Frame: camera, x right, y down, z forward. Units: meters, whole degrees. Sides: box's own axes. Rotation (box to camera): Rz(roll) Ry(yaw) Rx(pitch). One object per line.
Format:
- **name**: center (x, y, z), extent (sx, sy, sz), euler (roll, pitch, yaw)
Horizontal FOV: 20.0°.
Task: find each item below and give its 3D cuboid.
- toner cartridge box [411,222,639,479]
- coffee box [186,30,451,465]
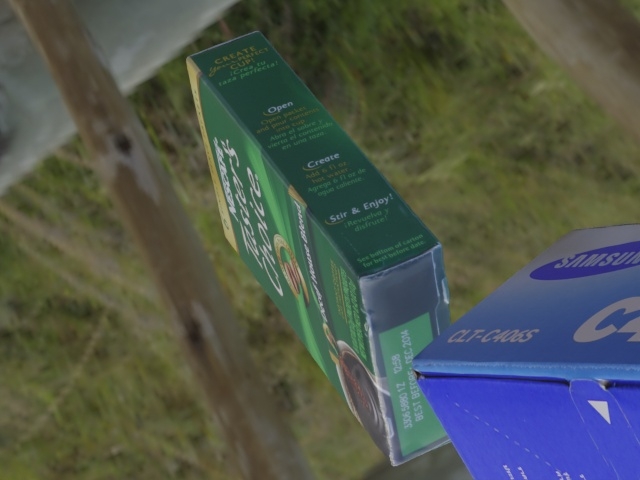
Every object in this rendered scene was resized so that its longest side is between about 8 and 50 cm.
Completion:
- **toner cartridge box**: center (0.173, 0.155, 0.485), extent (0.075, 0.165, 0.348), euler (-37, 105, -26)
- **coffee box**: center (0.000, 0.000, 0.790), extent (0.040, 0.184, 0.113), euler (-22, 132, -14)
